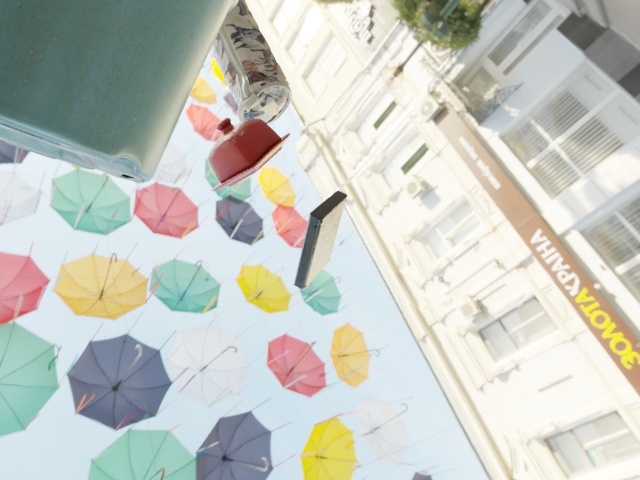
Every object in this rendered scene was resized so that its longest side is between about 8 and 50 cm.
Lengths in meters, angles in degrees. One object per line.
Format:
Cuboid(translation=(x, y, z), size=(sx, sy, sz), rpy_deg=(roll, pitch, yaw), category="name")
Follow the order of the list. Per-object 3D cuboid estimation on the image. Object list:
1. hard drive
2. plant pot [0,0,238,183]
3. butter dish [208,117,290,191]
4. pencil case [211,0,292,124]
Cuboid(translation=(0.000, 0.000, 0.647), size=(0.022, 0.135, 0.094), rpy_deg=(25, -144, 15), category="hard drive")
Cuboid(translation=(-0.261, -0.261, 0.451), size=(0.340, 0.341, 0.335), rpy_deg=(20, -95, -29), category="plant pot")
Cuboid(translation=(-0.169, -0.198, 0.867), size=(0.118, 0.159, 0.160), rpy_deg=(55, -135, -19), category="butter dish")
Cuboid(translation=(-0.216, -0.508, 1.136), size=(0.183, 0.159, 0.411), rpy_deg=(-2, -116, -57), category="pencil case")
